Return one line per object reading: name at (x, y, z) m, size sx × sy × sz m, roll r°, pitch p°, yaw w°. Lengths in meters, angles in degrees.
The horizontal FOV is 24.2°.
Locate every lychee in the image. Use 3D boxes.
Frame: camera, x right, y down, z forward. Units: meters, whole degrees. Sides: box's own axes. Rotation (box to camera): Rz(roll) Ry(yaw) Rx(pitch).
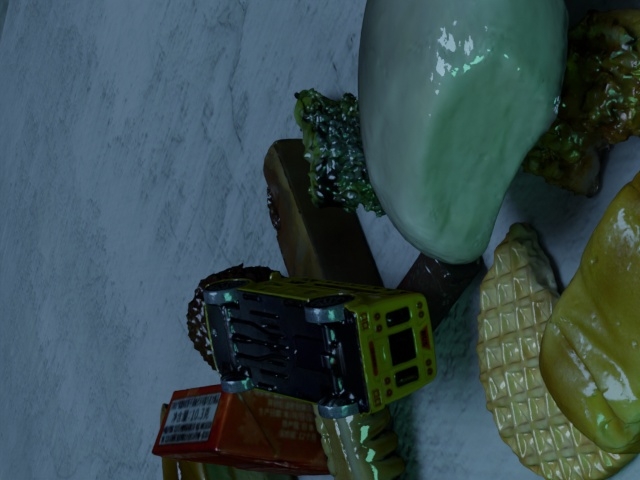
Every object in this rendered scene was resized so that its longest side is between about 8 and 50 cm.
lychee at (-0.103, 0.125, 2.173) m, size 0.188 × 0.188 × 0.188 m, roll 4°, pitch 95°, yaw 62°

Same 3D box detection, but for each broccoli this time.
broccoli at (0.025, -0.140, 1.991) m, size 0.304 × 0.146 × 0.164 m, roll -134°, pitch 39°, yaw -67°

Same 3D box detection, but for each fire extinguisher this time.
fire extinguisher at (0.120, 0.099, 1.861) m, size 0.089 × 0.072 × 0.267 m, roll 39°, pitch 136°, yaw 8°

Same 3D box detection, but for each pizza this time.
pizza at (0.269, -0.143, 1.543) m, size 0.305 × 0.086 × 0.161 m, roll -44°, pitch 53°, yaw 56°

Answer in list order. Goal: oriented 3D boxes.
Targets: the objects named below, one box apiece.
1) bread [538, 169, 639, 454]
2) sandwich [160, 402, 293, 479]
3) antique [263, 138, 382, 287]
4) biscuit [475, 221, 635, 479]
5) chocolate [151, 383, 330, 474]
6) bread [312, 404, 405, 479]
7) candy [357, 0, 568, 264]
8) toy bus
bread at (0.317, 0.061, 1.412) m, size 0.167 × 0.132 × 0.294 m, roll 57°, pitch 138°, yaw 35°
sandwich at (-0.137, 0.332, 2.256) m, size 0.227 × 0.155 × 0.198 m, roll 5°, pitch 98°, yaw 62°
antique at (0.000, 0.000, 2.064) m, size 0.093 × 0.087 × 0.310 m, roll -60°, pitch 41°, yaw 47°
biscuit at (0.242, 0.148, 1.653) m, size 0.309 × 0.040 × 0.204 m, roll 65°, pitch 144°, yaw 38°
chocolate at (-0.084, 0.267, 2.087) m, size 0.237 × 0.235 × 0.108 m, roll -16°, pitch 66°, yaw 62°
bread at (0.052, 0.252, 1.951) m, size 0.134 × 0.081 × 0.225 m, roll -11°, pitch 93°, yaw 66°
candy at (0.134, -0.206, 1.596) m, size 0.386 × 0.186 × 0.426 m, roll 103°, pitch 174°, yaw -50°
toy bus at (-0.011, 0.120, 1.855) m, size 0.331 × 0.151 × 0.145 m, roll 6°, pitch 110°, yaw 54°
